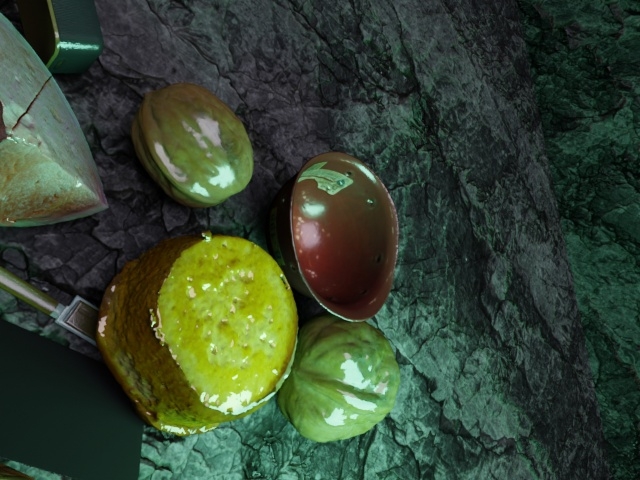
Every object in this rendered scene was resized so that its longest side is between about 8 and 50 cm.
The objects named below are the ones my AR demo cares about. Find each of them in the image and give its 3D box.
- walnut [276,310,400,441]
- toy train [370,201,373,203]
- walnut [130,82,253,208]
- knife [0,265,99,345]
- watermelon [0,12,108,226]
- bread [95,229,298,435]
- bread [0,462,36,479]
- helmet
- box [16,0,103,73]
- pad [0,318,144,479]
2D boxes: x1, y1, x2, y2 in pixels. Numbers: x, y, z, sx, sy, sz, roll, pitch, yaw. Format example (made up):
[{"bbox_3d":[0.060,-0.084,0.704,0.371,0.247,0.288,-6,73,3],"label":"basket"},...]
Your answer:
[{"bbox_3d":[0.041,0.313,1.138,0.277,0.282,0.253,21,29,-41],"label":"walnut"},{"bbox_3d":[0.146,-0.043,1.416,0.118,0.074,0.176,1,87,-31],"label":"toy train"},{"bbox_3d":[-0.258,-0.191,0.990,0.261,0.225,0.225,48,56,-26],"label":"walnut"},{"bbox_3d":[-0.453,0.132,0.897,0.343,0.027,0.061,44,53,-27],"label":"knife"},{"bbox_3d":[-0.533,-0.175,0.775,0.222,0.319,0.292,-26,82,-4],"label":"watermelon"},{"bbox_3d":[-0.218,0.175,0.963,0.398,0.215,0.398,19,64,-45],"label":"bread"},{"bbox_3d":[-0.509,0.376,0.702,0.132,0.190,0.114,50,55,-57],"label":"bread"},{"bbox_3d":[0.000,0.000,1.171,0.337,0.230,0.385,-8,88,-42],"label":"helmet"},{"bbox_3d":[-0.478,-0.416,0.891,0.090,0.144,0.201,-16,92,-45],"label":"box"},{"bbox_3d":[-0.458,0.285,0.763,0.375,0.315,0.063,37,105,-29],"label":"pad"}]
